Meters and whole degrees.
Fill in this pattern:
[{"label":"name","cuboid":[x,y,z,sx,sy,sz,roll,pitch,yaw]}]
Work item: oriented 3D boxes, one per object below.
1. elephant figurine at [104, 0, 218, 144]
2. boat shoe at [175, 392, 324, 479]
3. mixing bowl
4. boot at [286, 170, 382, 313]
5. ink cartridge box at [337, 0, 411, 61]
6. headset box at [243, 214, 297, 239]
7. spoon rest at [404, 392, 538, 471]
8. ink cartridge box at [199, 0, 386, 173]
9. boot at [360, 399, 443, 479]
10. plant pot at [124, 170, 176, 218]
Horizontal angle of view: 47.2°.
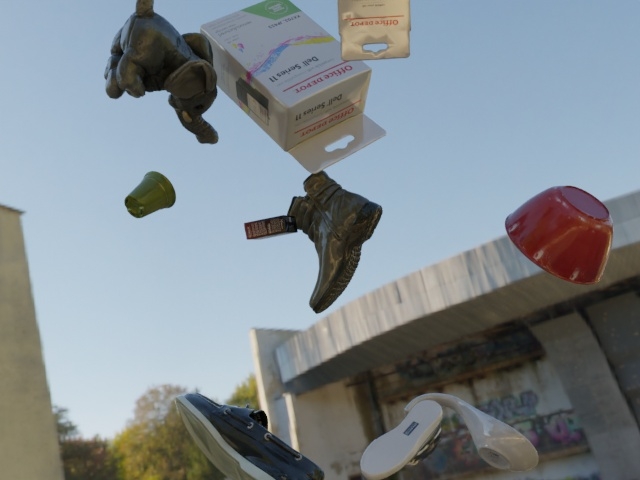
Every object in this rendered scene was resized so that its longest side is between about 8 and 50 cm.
[{"label":"elephant figurine","cuboid":[-0.250,-0.298,1.311,0.239,0.170,0.186,16,-17,-30]},{"label":"boat shoe","cuboid":[-0.124,0.344,1.261,0.113,0.127,0.340,-33,35,-29]},{"label":"mixing bowl","cuboid":[0.403,-0.025,1.189,0.181,0.181,0.098,-1,-48,-33]},{"label":"boot","cuboid":[0.000,0.000,1.388,0.247,0.161,0.083,-64,-18,11]},{"label":"ink cartridge box","cuboid":[0.076,-0.348,1.049,0.104,0.180,0.060,-2,7,4]},{"label":"headset box","cuboid":[-0.090,-0.022,1.278,0.083,0.032,0.062,-12,-4,16]},{"label":"spoon rest","cuboid":[0.310,0.382,1.484,0.276,0.084,0.137,20,-36,27]},{"label":"ink cartridge box","cuboid":[-0.047,-0.306,1.399,0.207,0.353,0.119,-31,-28,-27]},{"label":"boot","cuboid":[0.144,0.359,1.237,0.190,0.069,0.086,-32,-51,-32]},{"label":"plant pot","cuboid":[-0.343,-0.083,1.446,0.083,0.083,0.079,-31,11,43]}]
